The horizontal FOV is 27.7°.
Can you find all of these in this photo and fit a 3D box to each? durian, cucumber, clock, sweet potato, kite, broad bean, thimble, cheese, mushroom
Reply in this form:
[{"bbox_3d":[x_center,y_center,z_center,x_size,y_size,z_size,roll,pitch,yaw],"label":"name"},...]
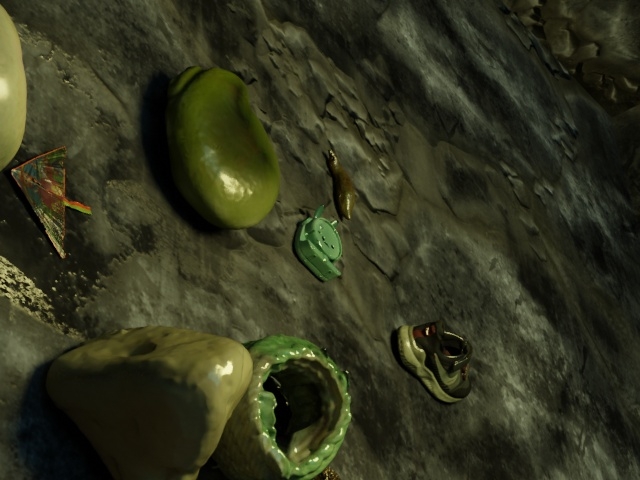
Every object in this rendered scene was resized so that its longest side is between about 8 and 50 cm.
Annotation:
[{"bbox_3d":[0.000,0.388,2.008,0.091,0.080,0.080,52,26,-54],"label":"durian"},{"bbox_3d":[-0.085,0.240,1.991,0.245,0.067,0.067,49,32,-24],"label":"cucumber"},{"bbox_3d":[0.000,0.000,2.349,0.101,0.041,0.135,45,34,-32],"label":"clock"},{"bbox_3d":[0.043,-0.106,2.515,0.041,0.038,0.153,58,16,-65],"label":"sweet potato"},{"bbox_3d":[-0.374,-0.064,1.811,0.159,0.010,0.190,34,42,-45],"label":"kite"},{"bbox_3d":[-0.161,-0.152,2.124,0.238,0.119,0.291,22,50,-52],"label":"broad bean"},{"bbox_3d":[-0.067,0.247,1.867,0.219,0.150,0.219,7,77,-33],"label":"thimble"},{"bbox_3d":[-0.185,0.221,1.664,0.251,0.248,0.173,67,29,-9],"label":"cheese"},{"bbox_3d":[-0.477,-0.187,1.570,0.260,0.234,0.254,-144,-129,-68],"label":"mushroom"}]

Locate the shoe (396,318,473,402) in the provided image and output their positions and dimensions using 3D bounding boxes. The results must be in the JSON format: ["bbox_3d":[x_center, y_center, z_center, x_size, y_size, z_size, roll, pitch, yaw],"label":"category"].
[{"bbox_3d":[0.241,0.228,2.493,0.227,0.112,0.099,40,35,-34],"label":"shoe"}]
